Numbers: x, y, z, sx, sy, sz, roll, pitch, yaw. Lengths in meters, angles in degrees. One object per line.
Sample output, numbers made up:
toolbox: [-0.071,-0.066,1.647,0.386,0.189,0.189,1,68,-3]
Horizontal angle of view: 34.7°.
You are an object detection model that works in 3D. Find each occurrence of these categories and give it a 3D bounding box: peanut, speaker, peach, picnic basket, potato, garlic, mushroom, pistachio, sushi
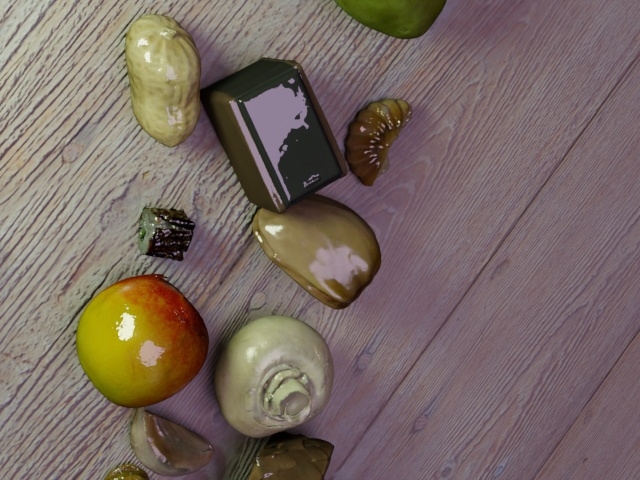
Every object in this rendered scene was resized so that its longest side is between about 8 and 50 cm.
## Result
peanut: [-0.262,-0.270,1.737,0.129,0.129,0.224,-16,114,-23]
speaker: [-0.085,-0.190,1.821,0.153,0.192,0.230,-31,113,-15]
peach: [-0.312,0.174,1.800,0.231,0.231,0.231,-8,109,-25]
picnic basket: [-0.014,0.566,1.995,0.337,0.293,0.337,0,93,7]
potato: [0.108,-0.497,1.820,0.304,0.216,0.216,38,86,-43]
garlic: [-0.288,0.398,1.951,0.196,0.087,0.101,35,75,-28]
mushroom: [-0.082,0.272,1.955,0.246,0.202,0.246,-11,119,-20]
pistachio: [0.000,0.000,1.948,0.260,0.163,0.212,41,44,-12]
sushi: [-0.277,-0.012,1.822,0.084,0.098,0.094,7,106,-27]

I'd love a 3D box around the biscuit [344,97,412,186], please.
biscuit: [0.111,-0.198,1.994,0.118,0.061,0.183,27,92,-30]

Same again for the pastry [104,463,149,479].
pastry: [-0.367,0.482,1.948,0.097,0.057,0.109,8,102,-31]
